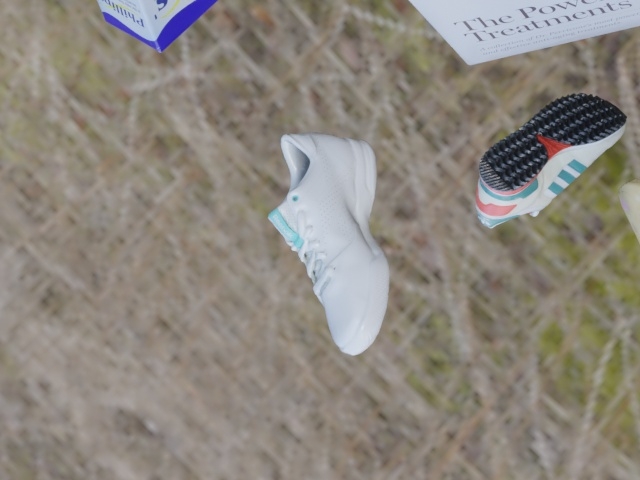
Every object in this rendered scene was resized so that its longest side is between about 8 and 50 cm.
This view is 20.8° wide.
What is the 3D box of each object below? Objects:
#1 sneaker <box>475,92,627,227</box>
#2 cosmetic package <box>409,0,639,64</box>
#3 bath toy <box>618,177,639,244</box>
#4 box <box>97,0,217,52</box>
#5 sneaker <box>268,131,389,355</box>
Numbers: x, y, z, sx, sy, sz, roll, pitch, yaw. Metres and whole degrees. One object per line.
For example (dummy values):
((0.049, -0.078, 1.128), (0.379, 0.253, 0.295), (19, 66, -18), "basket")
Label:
((0.190, -0.065, 1.472), (0.057, 0.161, 0.075), (44, 148, 24), "sneaker")
((0.232, -0.256, 1.270), (0.377, 0.097, 0.284), (-12, 158, 22), "cosmetic package")
((0.368, -0.091, 1.289), (0.151, 0.348, 0.129), (22, 137, 41), "bath toy")
((-0.126, -0.247, 1.399), (0.072, 0.126, 0.137), (32, 156, 30), "box")
((0.000, 0.000, 1.495), (0.094, 0.212, 0.080), (13, 142, -27), "sneaker")
